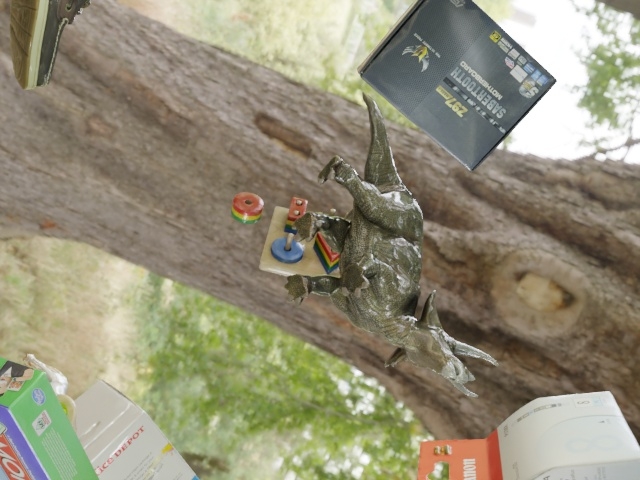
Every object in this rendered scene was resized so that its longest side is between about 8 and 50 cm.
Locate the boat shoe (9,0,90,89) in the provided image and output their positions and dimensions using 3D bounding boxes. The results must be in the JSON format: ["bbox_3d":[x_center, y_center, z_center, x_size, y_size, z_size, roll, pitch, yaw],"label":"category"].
[{"bbox_3d":[-0.250,-0.250,0.770,0.073,0.080,0.224,-3,121,-36],"label":"boat shoe"}]

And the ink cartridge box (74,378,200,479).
[{"bbox_3d":[-0.347,0.392,1.375,0.171,0.168,0.233,-43,127,-25],"label":"ink cartridge box"}]

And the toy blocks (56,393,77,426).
[{"bbox_3d":[-0.373,0.239,0.956,0.148,0.054,0.123,29,82,-64],"label":"toy blocks"}]

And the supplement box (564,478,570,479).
[{"bbox_3d":[0.293,0.398,0.939,0.220,0.111,0.114,-30,113,-40],"label":"supplement box"}]

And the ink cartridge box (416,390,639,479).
[{"bbox_3d":[0.362,0.379,1.450,0.308,0.384,0.091,-48,130,-76],"label":"ink cartridge box"}]

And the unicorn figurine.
[{"bbox_3d":[-0.400,0.232,1.173,0.060,0.111,0.162,-37,-152,20],"label":"unicorn figurine"}]

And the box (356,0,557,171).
[{"bbox_3d":[0.197,-0.242,1.171,0.183,0.232,0.059,-47,-166,16],"label":"box"}]

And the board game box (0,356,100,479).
[{"bbox_3d":[-0.304,0.222,0.779,0.046,0.213,0.317,-52,143,-41],"label":"board game box"}]

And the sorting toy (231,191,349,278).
[{"bbox_3d":[0.000,0.000,1.139,0.132,0.274,0.046,-78,-176,-50],"label":"sorting toy"}]

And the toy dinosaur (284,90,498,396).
[{"bbox_3d":[0.055,0.008,0.808,0.121,0.160,0.314,-29,-121,34],"label":"toy dinosaur"}]
